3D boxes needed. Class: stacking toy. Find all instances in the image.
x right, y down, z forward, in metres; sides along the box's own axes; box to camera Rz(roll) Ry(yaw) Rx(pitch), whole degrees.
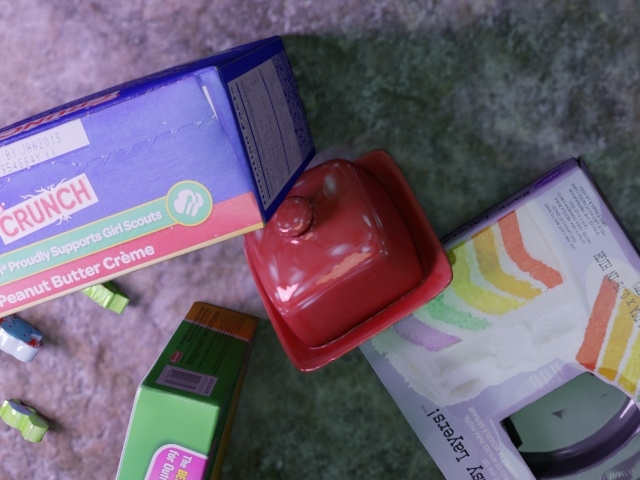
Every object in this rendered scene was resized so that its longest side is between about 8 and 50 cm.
[{"bbox_3d":[-0.308,0.065,1.177,0.221,0.052,0.167,31,104,-2],"label":"stacking toy"}]

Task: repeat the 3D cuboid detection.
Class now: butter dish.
[{"bbox_3d":[0.000,0.000,1.068,0.160,0.118,0.160,-33,56,12],"label":"butter dish"}]

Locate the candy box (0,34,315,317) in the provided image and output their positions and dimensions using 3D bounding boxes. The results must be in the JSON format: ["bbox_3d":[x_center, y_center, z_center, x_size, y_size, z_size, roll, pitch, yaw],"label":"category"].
[{"bbox_3d":[-0.156,-0.053,0.998,0.268,0.317,0.122,-17,99,10],"label":"candy box"}]

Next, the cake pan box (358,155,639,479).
[{"bbox_3d":[0.186,0.103,1.123,0.246,0.070,0.267,-30,97,14],"label":"cake pan box"}]

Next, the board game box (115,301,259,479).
[{"bbox_3d":[-0.132,0.235,1.097,0.064,0.242,0.316,15,104,1],"label":"board game box"}]
